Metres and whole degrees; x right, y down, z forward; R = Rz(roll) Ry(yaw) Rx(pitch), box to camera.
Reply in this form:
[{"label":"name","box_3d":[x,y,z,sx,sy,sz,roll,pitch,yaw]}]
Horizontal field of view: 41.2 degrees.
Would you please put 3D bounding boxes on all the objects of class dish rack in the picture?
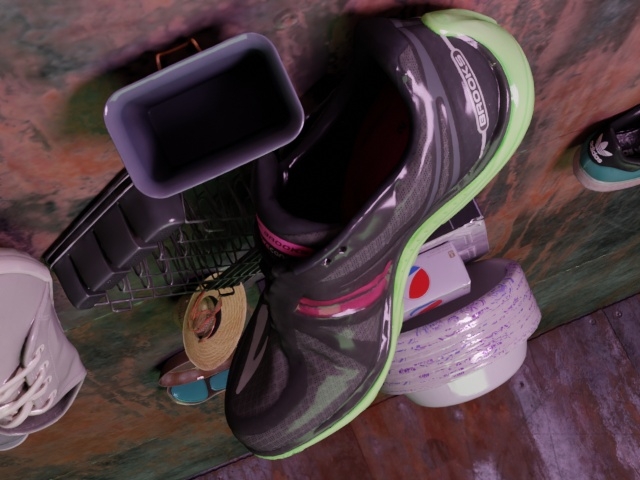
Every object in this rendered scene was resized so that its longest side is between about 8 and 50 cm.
[{"label":"dish rack","box_3d":[-0.127,-0.001,0.909,0.271,0.074,0.208,-5,156,-48]}]

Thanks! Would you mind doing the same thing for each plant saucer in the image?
[{"label":"plant saucer","box_3d":[-0.203,0.207,1.469,0.168,0.029,0.168,-20,161,-7]}]

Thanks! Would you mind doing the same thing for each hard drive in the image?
[{"label":"hard drive","box_3d":[0.092,0.043,1.308,0.338,0.064,0.237,-26,162,5]}]

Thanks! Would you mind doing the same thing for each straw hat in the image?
[{"label":"straw hat","box_3d":[-0.165,0.101,1.151,0.061,0.145,0.144,11,178,27]}]

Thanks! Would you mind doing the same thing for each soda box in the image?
[{"label":"soda box","box_3d":[0.104,0.081,1.214,0.216,0.069,0.074,-24,162,2]}]

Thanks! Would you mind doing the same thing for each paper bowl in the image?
[{"label":"paper bowl","box_3d":[0.202,0.152,1.321,0.284,0.148,0.284,-25,-171,4]}]

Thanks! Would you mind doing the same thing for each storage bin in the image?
[{"label":"storage bin","box_3d":[-0.088,-0.102,0.653,0.135,0.098,0.091,-24,-170,2]}]

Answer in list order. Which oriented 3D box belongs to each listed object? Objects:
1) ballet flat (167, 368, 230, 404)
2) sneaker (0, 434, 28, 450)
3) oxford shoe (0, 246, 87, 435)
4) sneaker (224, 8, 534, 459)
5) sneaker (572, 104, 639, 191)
[{"label":"ballet flat","box_3d":[-0.224,0.279,1.610,0.168,0.057,0.052,-6,165,-42]},{"label":"sneaker","box_3d":[-0.495,0.262,1.209,0.132,0.086,0.228,-41,165,32]},{"label":"oxford shoe","box_3d":[-0.324,0.118,0.851,0.169,0.130,0.449,-26,167,-14]},{"label":"sneaker","box_3d":[0.000,0.000,0.788,0.202,0.185,0.483,4,121,-39]},{"label":"sneaker","box_3d":[0.510,-0.151,1.188,0.302,0.108,0.121,-19,166,-8]}]
